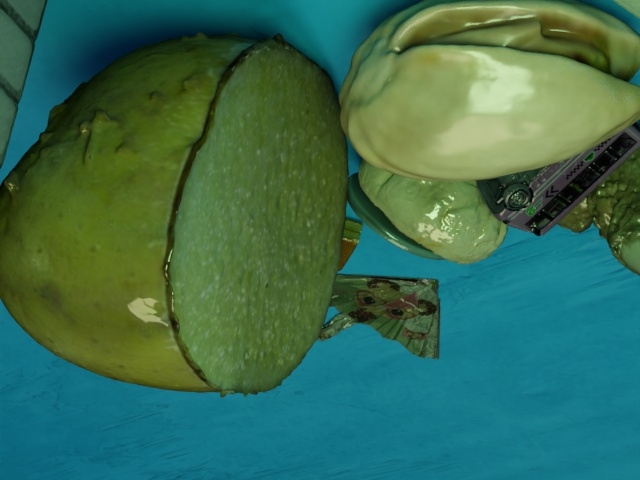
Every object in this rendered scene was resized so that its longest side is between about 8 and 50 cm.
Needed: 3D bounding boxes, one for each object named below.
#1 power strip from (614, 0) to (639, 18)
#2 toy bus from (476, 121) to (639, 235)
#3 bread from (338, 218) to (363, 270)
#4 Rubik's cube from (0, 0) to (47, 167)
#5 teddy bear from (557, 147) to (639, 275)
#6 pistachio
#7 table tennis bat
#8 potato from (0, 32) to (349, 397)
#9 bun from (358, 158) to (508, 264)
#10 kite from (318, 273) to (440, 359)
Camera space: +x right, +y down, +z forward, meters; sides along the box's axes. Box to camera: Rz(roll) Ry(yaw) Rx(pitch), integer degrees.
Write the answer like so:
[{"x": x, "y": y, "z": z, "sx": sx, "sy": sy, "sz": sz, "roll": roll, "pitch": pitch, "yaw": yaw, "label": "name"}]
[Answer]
[{"x": 0.339, "y": -0.274, "z": 1.410, "sx": 0.224, "sy": 0.140, "sz": 0.139, "roll": 28, "pitch": 144, "yaw": -27, "label": "power strip"}, {"x": 0.264, "y": -0.088, "z": 1.731, "sx": 0.098, "sy": 0.087, "sz": 0.178, "roll": 32, "pitch": 113, "yaw": -35, "label": "toy bus"}, {"x": 0.000, "y": 0.000, "z": 2.069, "sx": 0.090, "sy": 0.035, "sz": 0.094, "roll": 15, "pitch": 149, "yaw": -9, "label": "bread"}, {"x": -0.522, "y": -0.207, "z": 1.574, "sx": 0.337, "sy": 0.344, "sz": 0.343, "roll": -6, "pitch": 147, "yaw": 24, "label": "Rubik's cube"}, {"x": 0.408, "y": -0.020, "z": 1.805, "sx": 0.256, "sy": 0.156, "sz": 0.267, "roll": 31, "pitch": -176, "yaw": -30, "label": "teddy bear"}, {"x": 0.174, "y": -0.154, "z": 1.607, "sx": 0.318, "sy": 0.193, "sz": 0.214, "roll": 0, "pitch": 153, "yaw": 10, "label": "pistachio"}, {"x": 0.130, "y": -0.025, "z": 1.919, "sx": 0.244, "sy": 0.153, "sz": 0.040, "roll": 11, "pitch": 124, "yaw": -42, "label": "table tennis bat"}, {"x": -0.189, "y": -0.035, "z": 1.707, "sx": 0.320, "sy": 0.385, "sz": 0.442, "roll": 4, "pitch": -174, "yaw": 20, "label": "potato"}, {"x": 0.137, "y": -0.057, "z": 1.822, "sx": 0.111, "sy": 0.188, "sz": 0.164, "roll": -53, "pitch": 153, "yaw": 15, "label": "bun"}, {"x": 0.076, "y": 0.101, "z": 2.241, "sx": 0.323, "sy": 0.013, "sz": 0.268, "roll": 30, "pitch": 143, "yaw": -30, "label": "kite"}]
